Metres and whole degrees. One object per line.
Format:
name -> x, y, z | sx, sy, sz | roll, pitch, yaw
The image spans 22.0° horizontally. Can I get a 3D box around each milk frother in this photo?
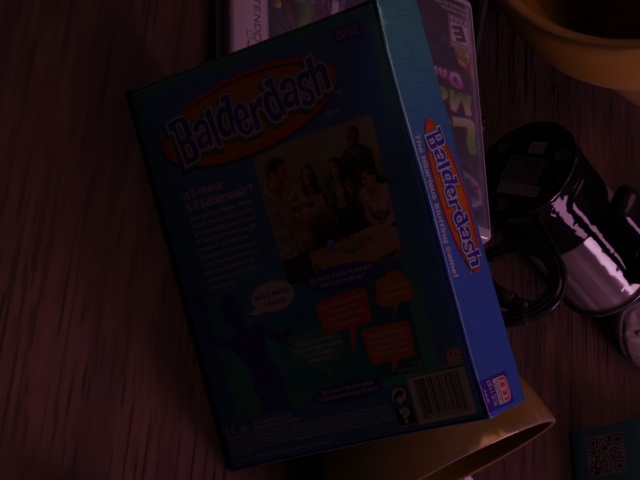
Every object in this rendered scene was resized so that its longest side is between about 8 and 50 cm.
milk frother -> 0.168, 0.016, 1.164 | 0.143, 0.129, 0.135 | -49, 128, -3

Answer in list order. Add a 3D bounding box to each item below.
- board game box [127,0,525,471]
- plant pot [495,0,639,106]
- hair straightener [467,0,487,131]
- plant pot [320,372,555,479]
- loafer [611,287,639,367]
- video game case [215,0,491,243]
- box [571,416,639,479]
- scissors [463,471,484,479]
board game box -> 0.000, 0.000, 0.839 | 0.047, 0.160, 0.210 | -14, 89, -58
plant pot -> 0.268, -0.217, 1.282 | 0.239, 0.254, 0.254 | 38, 45, -63
hair straightener -> 0.098, -0.092, 1.130 | 0.089, 0.047, 0.230 | 33, 51, -46
plant pot -> 0.050, 0.090, 0.920 | 0.134, 0.134, 0.095 | -5, 65, -57
loafer -> 0.312, 0.052, 1.345 | 0.319, 0.112, 0.111 | 27, 50, -59
video game case -> 0.021, -0.096, 0.982 | 0.190, 0.022, 0.173 | 16, 59, -34
box -> 0.278, 0.210, 1.258 | 0.244, 0.060, 0.101 | 26, 56, -50
scissors -> 0.060, 0.105, 1.016 | 0.109, 0.021, 0.297 | -29, 111, -41
